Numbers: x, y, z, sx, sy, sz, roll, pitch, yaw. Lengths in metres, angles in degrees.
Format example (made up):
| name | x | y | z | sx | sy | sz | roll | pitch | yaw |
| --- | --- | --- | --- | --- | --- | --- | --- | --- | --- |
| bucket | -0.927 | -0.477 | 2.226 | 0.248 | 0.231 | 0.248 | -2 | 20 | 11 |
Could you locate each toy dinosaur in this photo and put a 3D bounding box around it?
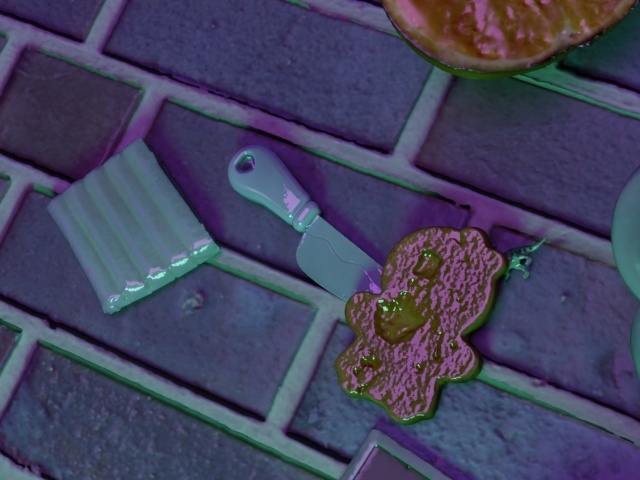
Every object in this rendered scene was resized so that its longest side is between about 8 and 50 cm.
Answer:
| name | x | y | z | sx | sy | sz | roll | pitch | yaw |
| --- | --- | --- | --- | --- | --- | --- | --- | --- | --- |
| toy dinosaur | 0.227 | 0.016 | 2.019 | 0.062 | 0.021 | 0.083 | 37 | 91 | 40 |

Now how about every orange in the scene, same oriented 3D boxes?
| name | x | y | z | sx | sy | sz | roll | pitch | yaw |
| --- | --- | --- | --- | --- | --- | --- | --- | --- | --- |
| orange | 0.221 | -0.322 | 2.017 | 0.310 | 0.274 | 0.274 | -25 | 53 | -38 |

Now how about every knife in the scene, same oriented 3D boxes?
| name | x | y | z | sx | sy | sz | roll | pitch | yaw |
| --- | --- | --- | --- | --- | --- | --- | --- | --- | --- |
| knife | -0.002 | 0.001 | 2.110 | 0.080 | 0.044 | 0.331 | -44 | 65 | -1 |

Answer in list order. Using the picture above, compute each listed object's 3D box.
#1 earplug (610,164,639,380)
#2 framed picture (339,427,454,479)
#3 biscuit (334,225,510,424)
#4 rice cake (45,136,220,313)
| name | x | y | z | sx | sy | sz | roll | pitch | yaw |
| --- | --- | --- | --- | --- | --- | --- | --- | --- | --- |
| earplug | 0.421 | 0.049 | 1.842 | 0.214 | 0.175 | 0.326 | -7 | 69 | 17 |
| framed picture | 0.071 | 0.382 | 1.952 | 0.216 | 0.016 | 0.273 | 32 | 86 | 27 |
| biscuit | 0.121 | 0.091 | 2.019 | 0.184 | 0.035 | 0.249 | 25 | 88 | 24 |
| rice cake | -0.247 | -0.019 | 2.211 | 0.189 | 0.037 | 0.198 | -31 | 63 | 8 |
